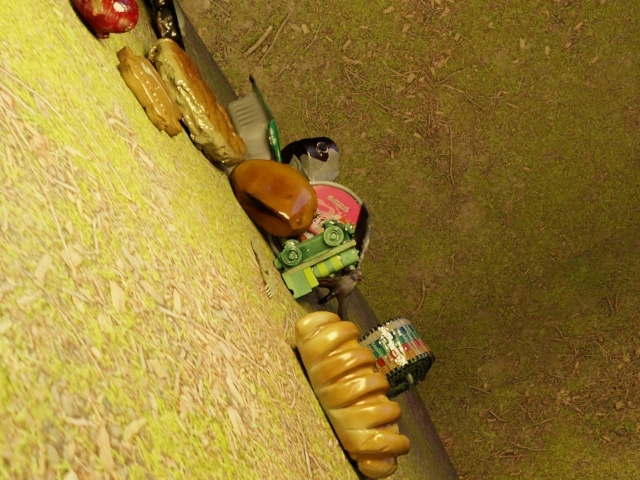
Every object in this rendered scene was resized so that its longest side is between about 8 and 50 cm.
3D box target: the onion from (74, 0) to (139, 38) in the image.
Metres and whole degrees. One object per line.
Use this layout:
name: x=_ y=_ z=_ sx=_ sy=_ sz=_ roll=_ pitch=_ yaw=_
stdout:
onion: x=-0.358 y=-0.385 z=1.233 sx=0.107 sy=0.097 sz=0.107 roll=16 pitch=14 yaw=-4

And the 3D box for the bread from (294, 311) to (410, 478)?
bread: x=0.064 y=0.274 z=1.332 sx=0.311 sy=0.121 sz=0.173 roll=62 pitch=4 yaw=19

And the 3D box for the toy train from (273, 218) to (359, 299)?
toy train: x=-0.002 y=0.038 z=1.699 sx=0.083 sy=0.200 sz=0.132 roll=-90 pitch=155 yaw=-79

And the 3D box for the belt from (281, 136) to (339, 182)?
belt: x=-0.066 y=-0.197 z=2.245 sx=0.184 sy=0.164 sz=0.289 roll=61 pitch=-39 yaw=15

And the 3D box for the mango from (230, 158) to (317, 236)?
mango: x=-0.112 y=-0.110 z=1.759 sx=0.236 sy=0.166 sz=0.136 roll=34 pitch=-35 yaw=9

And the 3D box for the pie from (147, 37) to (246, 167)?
pie: x=-0.284 y=-0.312 z=1.688 sx=0.339 sy=0.083 sz=0.339 roll=58 pitch=7 yaw=-11

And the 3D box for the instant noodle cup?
instant noodle cup: x=0.000 y=0.000 z=1.880 sx=0.181 sy=0.258 sz=0.302 roll=83 pitch=-16 yaw=-64

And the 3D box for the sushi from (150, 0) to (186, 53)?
sushi: x=-0.441 y=-0.645 z=2.061 sx=0.294 sy=0.059 sz=0.292 roll=-150 pitch=-133 yaw=-78

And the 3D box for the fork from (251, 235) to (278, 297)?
fork: x=-0.113 y=0.046 z=1.484 sx=0.034 sy=0.028 sz=0.219 roll=53 pitch=7 yaw=-29

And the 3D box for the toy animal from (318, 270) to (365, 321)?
toy animal: x=0.047 y=0.133 z=2.141 sx=0.272 sy=0.160 sz=0.197 roll=53 pitch=5 yaw=8

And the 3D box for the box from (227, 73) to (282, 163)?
box: x=-0.195 y=-0.294 z=2.132 sx=0.336 sy=0.106 sz=0.264 roll=-117 pitch=-163 yaw=-51

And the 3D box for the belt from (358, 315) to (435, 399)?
belt: x=0.188 y=0.327 z=1.920 sx=0.160 sy=0.207 sz=0.295 roll=57 pitch=-12 yaw=24

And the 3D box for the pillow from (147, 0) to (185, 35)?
pillow: x=-0.494 y=-0.744 z=2.258 sx=0.254 sy=0.078 sz=0.144 roll=46 pitch=23 yaw=-69

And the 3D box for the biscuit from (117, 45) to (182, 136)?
biscuit: x=-0.313 y=-0.282 z=1.385 sx=0.184 sy=0.035 sz=0.249 roll=59 pitch=3 yaw=-13
